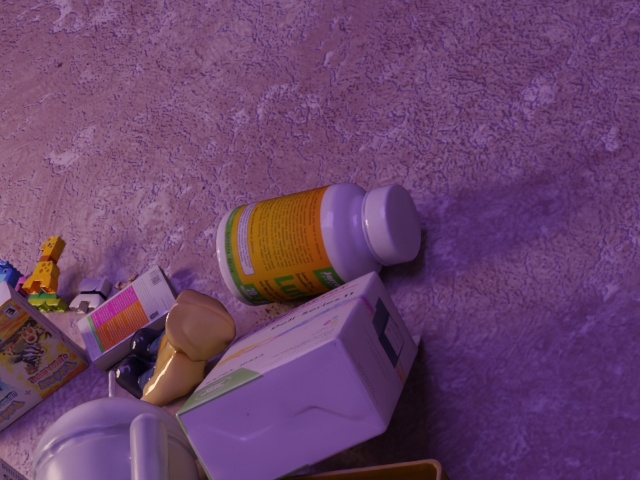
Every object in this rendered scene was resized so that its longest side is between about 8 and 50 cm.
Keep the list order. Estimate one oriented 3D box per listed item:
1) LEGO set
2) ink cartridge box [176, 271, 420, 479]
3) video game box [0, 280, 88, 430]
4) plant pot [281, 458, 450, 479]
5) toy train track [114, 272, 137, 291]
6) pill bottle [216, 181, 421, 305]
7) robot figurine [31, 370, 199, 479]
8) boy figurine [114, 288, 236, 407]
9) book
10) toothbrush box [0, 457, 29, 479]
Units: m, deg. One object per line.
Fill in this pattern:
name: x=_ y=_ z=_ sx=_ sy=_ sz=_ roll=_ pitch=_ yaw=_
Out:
LEGO set: x=-0.413 y=0.049 z=2.281 sx=0.227 sy=0.087 sz=0.093 roll=-1 pitch=55 yaw=34
ink cartridge box: x=-0.012 y=0.149 z=1.746 sx=0.207 sy=0.119 sz=0.353 roll=-26 pitch=7 yaw=15
video game box: x=-0.460 y=0.176 z=2.131 sx=0.205 sy=0.187 sz=0.048 roll=-37 pitch=45 yaw=4
plant pot: x=0.058 y=0.374 z=1.584 sx=0.212 sy=0.187 sz=0.212 roll=-11 pitch=49 yaw=28
toy train track: x=-0.270 y=0.066 z=2.217 sx=0.083 sy=0.014 sz=0.048 roll=4 pitch=58 yaw=38
pill bottle: x=0.000 y=0.000 z=1.985 sx=0.246 sy=0.136 sz=0.136 roll=-12 pitch=49 yaw=28
robot figurine: x=-0.238 y=0.334 z=1.812 sx=0.300 sy=0.200 sz=0.353 roll=-57 pitch=34 yaw=41
boy figurine: x=-0.184 y=0.139 z=1.934 sx=0.177 sy=0.092 sz=0.285 roll=-63 pitch=9 yaw=-23
book: x=-0.271 y=0.108 z=2.161 sx=0.144 sy=0.035 sz=0.096 roll=-35 pitch=47 yaw=3
toothbrush box: x=-0.443 y=0.454 z=1.927 sx=0.216 sy=0.126 sz=0.295 roll=-31 pitch=41 yaw=10
